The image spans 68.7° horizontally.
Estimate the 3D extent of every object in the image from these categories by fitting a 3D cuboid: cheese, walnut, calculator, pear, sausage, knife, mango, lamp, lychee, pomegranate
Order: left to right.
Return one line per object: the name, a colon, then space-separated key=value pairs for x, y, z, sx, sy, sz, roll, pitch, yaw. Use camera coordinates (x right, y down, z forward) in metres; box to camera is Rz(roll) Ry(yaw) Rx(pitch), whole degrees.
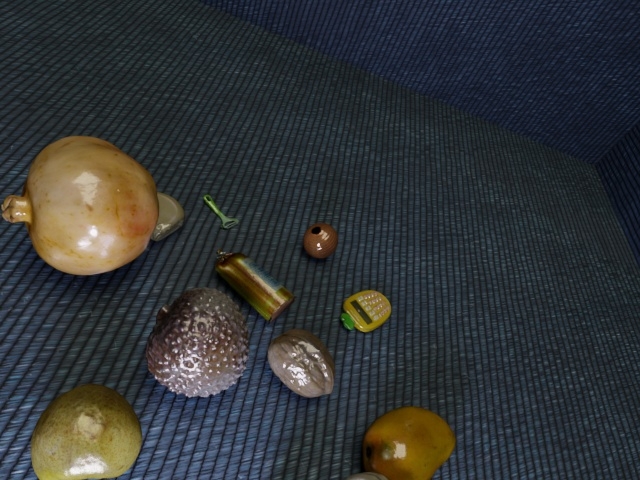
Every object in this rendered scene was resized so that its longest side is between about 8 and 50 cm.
pomegranate: x=-0.680 y=-0.092 z=1.352 sx=0.412 sy=0.411 sz=0.411 roll=13 pitch=47 yaw=-14
pear: x=-0.534 y=0.442 z=1.079 sx=0.229 sy=0.188 sz=0.211 roll=0 pitch=63 yaw=-25
cheese: x=-0.573 y=-0.093 z=1.608 sx=0.203 sy=0.091 sz=0.175 roll=32 pitch=46 yaw=7
lychee: x=-0.321 y=0.270 z=1.270 sx=0.300 sy=0.300 sz=0.300 roll=13 pitch=47 yaw=-14
knife: x=-0.384 y=-0.108 z=1.754 sx=0.166 sy=0.022 sz=0.078 roll=45 pitch=41 yaw=14
sausage: x=-0.238 y=0.136 z=1.547 sx=0.317 sy=0.117 sz=0.125 roll=38 pitch=70 yaw=14
walnut: x=-0.048 y=0.367 z=1.398 sx=0.230 sy=0.178 sz=0.178 roll=45 pitch=47 yaw=9
lamp: x=0.000 y=0.000 z=1.760 sx=0.136 sy=0.136 sz=0.136 roll=13 pitch=47 yaw=-14
calculator: x=0.161 y=0.254 z=1.682 sx=0.235 sy=0.032 sz=0.146 roll=-21 pitch=62 yaw=-39
mango: x=0.256 y=0.586 z=1.340 sx=0.317 sy=0.173 sz=0.211 roll=-7 pitch=54 yaw=-38

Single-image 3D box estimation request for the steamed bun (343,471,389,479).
steamed bun: x=0.138 y=0.688 z=1.183 sx=0.218 sy=0.211 sz=0.144 roll=44 pitch=22 yaw=18
